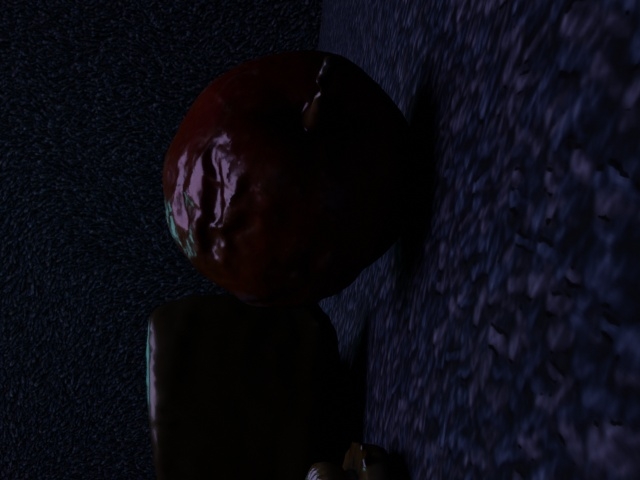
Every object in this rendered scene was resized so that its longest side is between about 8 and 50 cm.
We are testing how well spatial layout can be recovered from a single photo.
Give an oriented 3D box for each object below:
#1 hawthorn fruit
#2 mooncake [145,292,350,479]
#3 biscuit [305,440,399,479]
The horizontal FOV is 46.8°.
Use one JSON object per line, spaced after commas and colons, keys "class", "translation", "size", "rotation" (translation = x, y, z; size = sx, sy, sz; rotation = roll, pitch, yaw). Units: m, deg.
{"class": "hawthorn fruit", "translation": [-0.017, -0.071, 0.665], "size": [0.271, 0.242, 0.241], "rotation": [123, 155, -56]}
{"class": "mooncake", "translation": [-0.091, 0.231, 1.016], "size": [0.394, 0.247, 0.392], "rotation": [-98, 9, -73]}
{"class": "biscuit", "translation": [0.018, 0.298, 0.615], "size": [0.259, 0.079, 0.259], "rotation": [-176, 90, -86]}
